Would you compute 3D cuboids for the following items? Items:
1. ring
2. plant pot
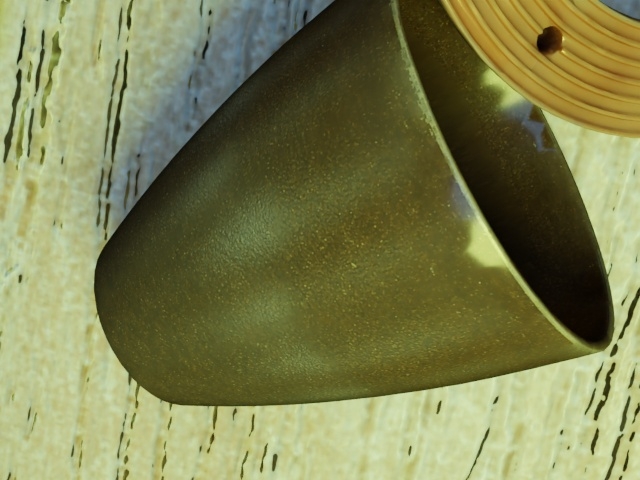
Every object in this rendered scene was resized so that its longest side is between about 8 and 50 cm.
[{"bbox_3d":[0.188,-0.212,0.474,0.337,0.032,0.336,-8,117,-16],"label":"ring"},{"bbox_3d":[0.000,0.000,0.530,0.230,0.215,0.215,-27,99,24],"label":"plant pot"}]
